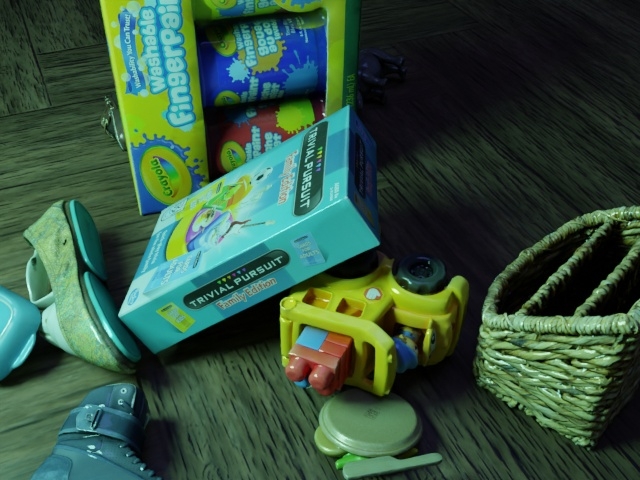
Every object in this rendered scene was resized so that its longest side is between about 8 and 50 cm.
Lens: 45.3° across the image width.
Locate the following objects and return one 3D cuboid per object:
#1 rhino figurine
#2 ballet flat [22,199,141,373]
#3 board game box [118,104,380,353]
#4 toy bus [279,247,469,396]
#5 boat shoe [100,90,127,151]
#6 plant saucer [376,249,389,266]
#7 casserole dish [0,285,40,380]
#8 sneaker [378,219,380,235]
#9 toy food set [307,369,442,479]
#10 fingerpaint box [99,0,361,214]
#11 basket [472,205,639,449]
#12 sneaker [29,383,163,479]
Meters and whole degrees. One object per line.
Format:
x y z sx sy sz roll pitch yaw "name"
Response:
0.083 -0.313 1.527 0.106 0.073 0.243 21 45 17 "rhino figurine"
-0.335 0.075 1.035 0.123 0.123 0.348 -16 43 -19 "ballet flat"
-0.087 -0.021 1.016 0.336 0.079 0.254 -27 28 19 "board game box"
0.053 0.115 0.940 0.220 0.149 0.211 14 39 15 "toy bus"
-0.367 -0.218 1.412 0.073 0.073 0.207 -13 33 -4 "boat shoe"
0.066 0.038 1.147 0.083 0.013 0.083 1 40 -1 "plant saucer"
-0.444 0.108 0.993 0.188 0.037 0.114 20 73 30 "casserole dish"
0.000 0.000 1.161 0.185 0.069 0.084 -12 8 2 "sneaker"
0.055 0.221 0.910 0.132 0.038 0.192 -4 26 -15 "toy food set"
-0.134 -0.280 1.193 0.371 0.444 0.163 -9 41 -12 "fingerpaint box"
0.334 0.059 0.961 0.213 0.223 0.299 31 49 31 "basket"
-0.193 0.241 0.840 0.226 0.086 0.163 9 43 12 "sneaker"
